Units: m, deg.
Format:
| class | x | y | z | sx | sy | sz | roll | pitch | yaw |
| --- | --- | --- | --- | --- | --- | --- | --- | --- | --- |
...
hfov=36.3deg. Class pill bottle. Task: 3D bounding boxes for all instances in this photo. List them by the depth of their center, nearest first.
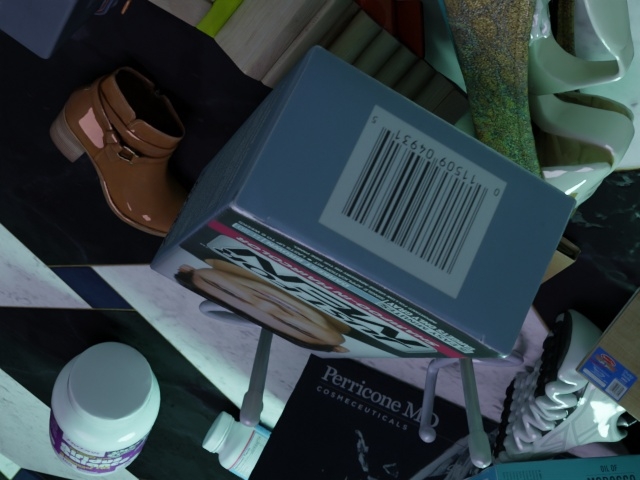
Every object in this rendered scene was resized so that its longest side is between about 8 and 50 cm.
| class | x | y | z | sx | sy | sz | roll | pitch | yaw |
| --- | --- | --- | --- | --- | --- | --- | --- | --- | --- |
| pill bottle | -0.106 | 0.345 | 1.576 | 0.160 | 0.087 | 0.087 | 32 | 150 | -7 |
| pill bottle | -0.351 | 0.272 | 1.582 | 0.169 | 0.169 | 0.301 | 29 | 150 | -2 |

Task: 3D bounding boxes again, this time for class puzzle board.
| class | x | y | z | sx | sy | sz | roll | pitch | yaw |
| --- | --- | --- | --- | --- | --- | --- | --- | --- | --- |
| puzzle board | 0.306 | 0.115 | 0.890 | 0.128 | 0.096 | 0.011 | 37 | -177 | -15 |

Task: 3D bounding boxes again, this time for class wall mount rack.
| class | x | y | z | sx | sy | sz | roll | pitch | yaw |
| --- | --- | --- | --- | --- | --- | --- | --- | --- | --- |
| wall mount rack | 0.039 | 0.141 | 0.980 | 0.350 | 0.130 | 0.304 | 9 | 169 | -2 |

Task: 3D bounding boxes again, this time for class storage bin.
| class | x | y | z | sx | sy | sz | roll | pitch | yaw |
| --- | --- | --- | --- | --- | --- | --- | --- | --- | --- |
| storage bin | -0.207 | -0.211 | 0.797 | 0.098 | 0.091 | 0.135 | 36 | 150 | -13 |

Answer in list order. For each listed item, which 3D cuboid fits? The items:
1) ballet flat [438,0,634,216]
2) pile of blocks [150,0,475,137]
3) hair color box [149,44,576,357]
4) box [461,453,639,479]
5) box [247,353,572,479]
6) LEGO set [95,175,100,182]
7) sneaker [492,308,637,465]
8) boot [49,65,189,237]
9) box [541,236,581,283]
| class | x | y | z | sx | sy | sz | roll | pitch | yaw |
| --- | --- | --- | --- | --- | --- | --- | --- | --- | --- |
| ballet flat | 0.151 | -0.101 | 0.648 | 0.123 | 0.123 | 0.348 | 10 | 143 | 28 |
| pile of blocks | -0.007 | -0.170 | 0.711 | 0.362 | 0.149 | 0.112 | 34 | 108 | -28 |
| hair color box | 0.000 | 0.000 | 0.722 | 0.185 | 0.113 | 0.374 | 29 | 167 | -11 |
| box | 0.281 | 0.275 | 1.060 | 0.244 | 0.060 | 0.100 | 1 | 156 | -18 |
| box | 0.101 | 0.471 | 1.216 | 0.480 | 0.471 | 0.297 | 23 | 149 | 10 |
| LEGO set | -0.224 | -0.069 | 1.105 | 0.083 | 0.023 | 0.054 | 20 | 150 | 41 |
| sneaker | 0.259 | 0.181 | 1.018 | 0.118 | 0.110 | 0.292 | 17 | 150 | 1 |
| boot | -0.172 | -0.084 | 0.988 | 0.197 | 0.073 | 0.152 | 39 | 145 | -23 |
| box | 0.126 | 0.009 | 0.933 | 0.164 | 0.021 | 0.201 | 31 | 150 | -5 |
